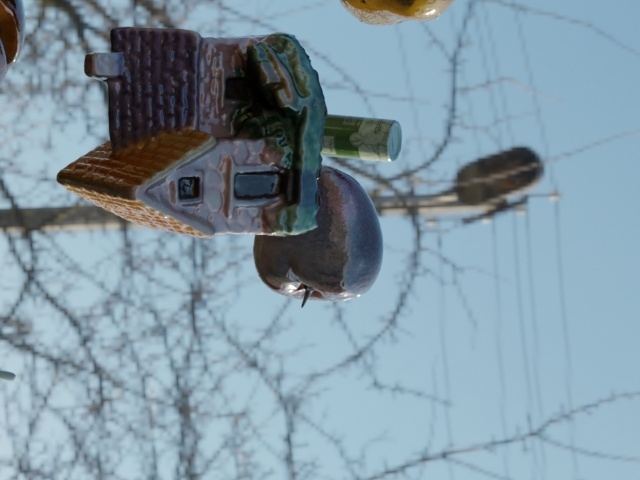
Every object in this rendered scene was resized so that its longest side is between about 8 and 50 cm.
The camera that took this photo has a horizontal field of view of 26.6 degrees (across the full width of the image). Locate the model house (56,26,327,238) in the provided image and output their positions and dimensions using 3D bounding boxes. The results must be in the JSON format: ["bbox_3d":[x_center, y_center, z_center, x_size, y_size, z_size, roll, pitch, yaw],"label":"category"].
[{"bbox_3d":[-0.146,-0.117,1.512,0.202,0.237,0.237,21,-69,53],"label":"model house"}]

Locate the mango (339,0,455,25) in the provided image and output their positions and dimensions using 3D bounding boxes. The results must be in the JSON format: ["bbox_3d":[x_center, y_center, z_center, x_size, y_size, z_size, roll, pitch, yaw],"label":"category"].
[{"bbox_3d":[0.113,-0.362,1.843,0.248,0.151,0.156,-24,-104,56],"label":"mango"}]

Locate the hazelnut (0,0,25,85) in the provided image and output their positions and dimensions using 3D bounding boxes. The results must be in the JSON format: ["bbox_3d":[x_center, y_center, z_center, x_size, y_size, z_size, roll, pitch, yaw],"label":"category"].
[{"bbox_3d":[-0.553,-0.280,1.542,0.429,0.402,0.402,-22,-109,35],"label":"hazelnut"}]

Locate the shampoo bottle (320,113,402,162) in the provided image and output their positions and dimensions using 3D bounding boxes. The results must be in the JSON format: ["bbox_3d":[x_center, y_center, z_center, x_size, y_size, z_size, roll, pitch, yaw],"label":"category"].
[{"bbox_3d":[0.009,-0.150,1.897,0.204,0.065,0.065,7,-78,21],"label":"shampoo bottle"}]

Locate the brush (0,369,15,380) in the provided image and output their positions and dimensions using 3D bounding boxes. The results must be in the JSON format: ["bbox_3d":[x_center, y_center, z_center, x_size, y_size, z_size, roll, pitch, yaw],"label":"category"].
[{"bbox_3d":[-0.478,0.152,1.708,0.282,0.054,0.048,32,50,-69],"label":"brush"}]

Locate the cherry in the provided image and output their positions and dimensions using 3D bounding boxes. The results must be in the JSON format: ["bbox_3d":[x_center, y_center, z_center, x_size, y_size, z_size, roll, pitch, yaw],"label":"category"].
[{"bbox_3d":[-0.003,-0.002,1.684,0.176,0.140,0.176,-13,-114,31],"label":"cherry"}]
